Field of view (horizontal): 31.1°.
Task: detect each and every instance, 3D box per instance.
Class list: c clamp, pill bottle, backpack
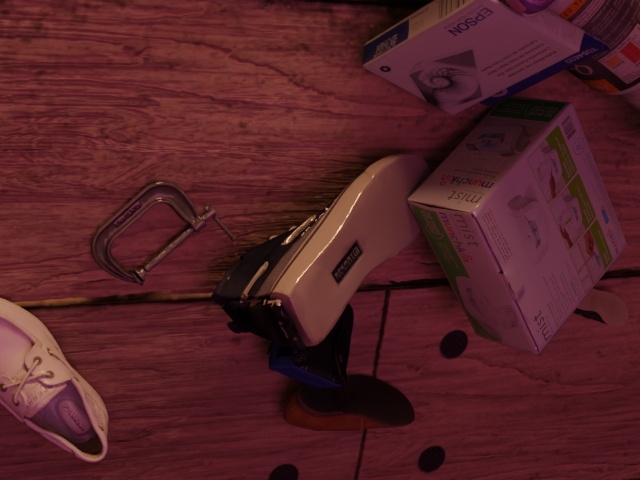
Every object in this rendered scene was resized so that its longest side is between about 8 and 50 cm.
[{"bbox_3d":[-0.201,-0.001,1.443,0.161,0.022,0.137,-37,123,-7],"label":"c clamp"},{"bbox_3d":[0.372,-0.287,1.501,0.278,0.162,0.162,29,98,-32],"label":"pill bottle"},{"bbox_3d":[-0.017,0.127,1.545,0.098,0.101,0.120,29,66,-36],"label":"backpack"}]

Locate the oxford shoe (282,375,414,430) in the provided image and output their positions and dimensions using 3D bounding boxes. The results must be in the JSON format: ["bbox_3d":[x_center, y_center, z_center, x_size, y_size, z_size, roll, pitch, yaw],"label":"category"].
[{"bbox_3d":[0.040,0.242,1.652,0.212,0.076,0.076,11,137,-31],"label":"oxford shoe"}]

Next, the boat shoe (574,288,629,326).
[{"bbox_3d":[0.424,0.099,1.774,0.133,0.042,0.049,21,82,-31],"label":"boat shoe"}]

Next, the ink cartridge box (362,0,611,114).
[{"bbox_3d":[0.205,-0.227,1.430,0.224,0.223,0.045,20,63,-31],"label":"ink cartridge box"}]

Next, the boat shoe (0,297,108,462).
[{"bbox_3d":[-0.347,0.172,1.408,0.098,0.096,0.277,-42,123,-2],"label":"boat shoe"}]

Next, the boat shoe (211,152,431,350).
[{"bbox_3d":[0.000,0.000,1.493,0.340,0.158,0.127,-45,123,-35],"label":"boat shoe"}]

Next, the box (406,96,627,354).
[{"bbox_3d":[0.275,-0.021,1.557,0.231,0.127,0.262,-46,126,-23],"label":"box"}]

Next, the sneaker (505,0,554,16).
[{"bbox_3d":[0.291,-0.354,1.303,0.095,0.104,0.236,46,70,-22],"label":"sneaker"}]
